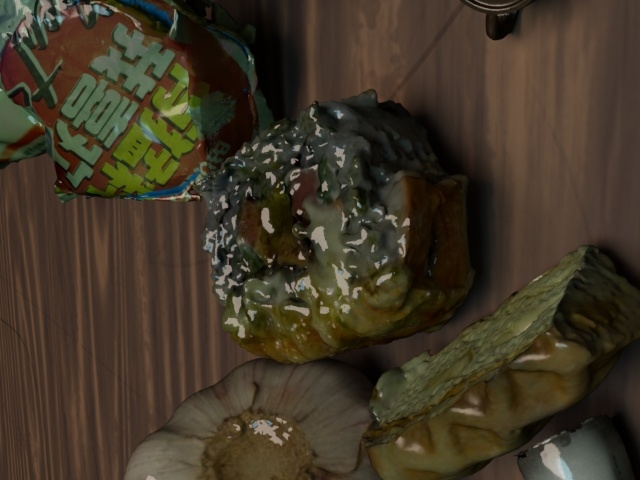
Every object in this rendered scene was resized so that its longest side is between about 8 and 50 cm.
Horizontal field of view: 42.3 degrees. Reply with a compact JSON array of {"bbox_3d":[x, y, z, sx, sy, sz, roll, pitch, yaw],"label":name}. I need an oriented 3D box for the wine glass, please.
[{"bbox_3d":[0.185,0.192,0.513,0.072,0.072,0.155,-46,62,46],"label":"wine glass"}]

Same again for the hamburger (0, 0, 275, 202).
[{"bbox_3d":[-0.181,-0.168,0.782,0.260,0.150,0.276,-16,120,26],"label":"hamburger"}]

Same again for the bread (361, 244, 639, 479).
[{"bbox_3d":[0.118,0.094,0.554,0.088,0.128,0.232,40,134,-4],"label":"bread"}]

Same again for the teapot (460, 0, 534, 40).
[{"bbox_3d":[0.122,-0.185,0.531,0.076,0.068,0.121,20,137,27],"label":"teapot"}]

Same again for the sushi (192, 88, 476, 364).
[{"bbox_3d":[0.000,0.000,0.658,0.274,0.139,0.184,-24,76,45],"label":"sushi"}]

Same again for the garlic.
[{"bbox_3d":[-0.031,0.230,0.725,0.245,0.245,0.253,55,170,31],"label":"garlic"}]

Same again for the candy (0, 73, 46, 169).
[{"bbox_3d":[-0.351,-0.175,0.983,0.398,0.263,0.172,-35,79,49],"label":"candy"}]
